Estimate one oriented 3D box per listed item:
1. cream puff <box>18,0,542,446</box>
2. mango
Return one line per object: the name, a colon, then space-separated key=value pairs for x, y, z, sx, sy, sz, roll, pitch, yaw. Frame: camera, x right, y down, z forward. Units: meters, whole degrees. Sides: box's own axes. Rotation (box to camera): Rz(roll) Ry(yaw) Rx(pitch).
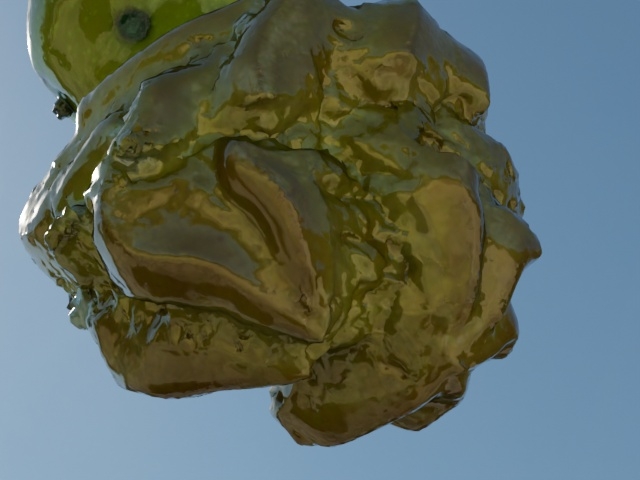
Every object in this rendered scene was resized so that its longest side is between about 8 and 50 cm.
cream puff: x=0.003 y=-0.005 z=0.530 sx=0.221 sy=0.194 sz=0.194 roll=3 pitch=-37 yaw=-36
mango: x=-0.063 y=-0.186 z=0.763 sx=0.143 sy=0.293 sz=0.175 roll=25 pitch=-9 yaw=40
